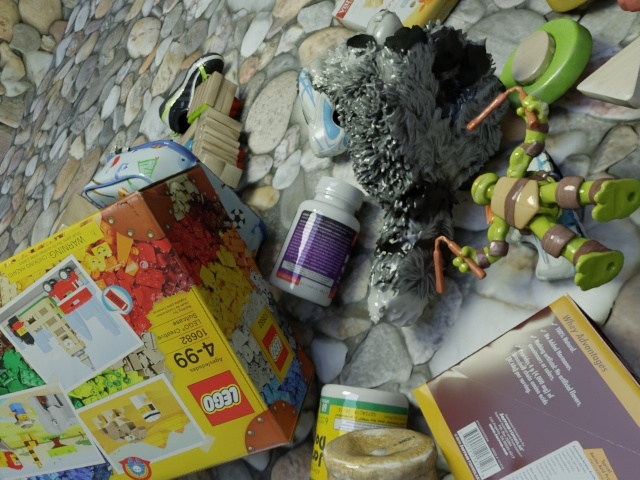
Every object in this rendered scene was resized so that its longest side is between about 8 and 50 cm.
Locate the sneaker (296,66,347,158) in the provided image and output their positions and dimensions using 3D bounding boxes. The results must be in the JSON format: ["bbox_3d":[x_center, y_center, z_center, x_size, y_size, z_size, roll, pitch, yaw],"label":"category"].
[{"bbox_3d":[0.007,-0.247,0.938,0.086,0.085,0.237,-17,54,3],"label":"sneaker"}]

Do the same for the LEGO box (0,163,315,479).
[{"bbox_3d":[-0.322,0.167,0.750,0.501,0.372,0.193,-24,12,17],"label":"LEGO box"}]

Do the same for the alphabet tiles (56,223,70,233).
[{"bbox_3d":[-0.357,0.128,0.918,0.285,0.343,0.011,-57,14,4],"label":"alphabet tiles"}]

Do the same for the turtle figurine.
[{"bbox_3d":[0.232,-0.027,0.560,0.217,0.087,0.269,45,120,60],"label":"turtle figurine"}]

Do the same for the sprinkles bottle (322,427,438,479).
[{"bbox_3d":[0.075,0.383,0.499,0.121,0.121,0.354,-8,84,37],"label":"sprinkles bottle"}]

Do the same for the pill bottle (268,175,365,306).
[{"bbox_3d":[0.000,0.000,0.806,0.108,0.108,0.193,18,83,43],"label":"pill bottle"}]

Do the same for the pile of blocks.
[{"bbox_3d":[-0.229,-0.208,1.095,0.149,0.113,0.361,-37,43,37],"label":"pile of blocks"}]

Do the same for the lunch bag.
[{"bbox_3d":[-0.264,-0.052,0.910,0.243,0.303,0.114,-4,50,40],"label":"lunch bag"}]

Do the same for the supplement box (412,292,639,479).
[{"bbox_3d":[0.239,0.196,0.508,0.194,0.129,0.191,-39,50,20],"label":"supplement box"}]

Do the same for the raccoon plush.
[{"bbox_3d":[0.062,-0.130,0.743,0.299,0.216,0.445,18,84,58],"label":"raccoon plush"}]

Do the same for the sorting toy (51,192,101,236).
[{"bbox_3d":[-0.626,0.033,1.319,0.257,0.089,0.255,25,88,43],"label":"sorting toy"}]

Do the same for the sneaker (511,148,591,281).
[{"bbox_3d":[0.274,-0.036,0.626,0.083,0.071,0.190,-27,55,35],"label":"sneaker"}]

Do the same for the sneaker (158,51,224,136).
[{"bbox_3d":[-0.306,-0.359,1.254,0.234,0.084,0.097,-46,72,16],"label":"sneaker"}]

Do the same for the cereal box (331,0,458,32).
[{"bbox_3d":[0.145,-0.457,0.928,0.173,0.047,0.240,-54,48,7],"label":"cereal box"}]

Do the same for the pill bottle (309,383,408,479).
[{"bbox_3d":[0.045,0.296,0.632,0.118,0.118,0.208,-5,68,38],"label":"pill bottle"}]

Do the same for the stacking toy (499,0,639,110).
[{"bbox_3d":[0.314,-0.309,0.600,0.279,0.131,0.309,-62,22,6],"label":"stacking toy"}]
